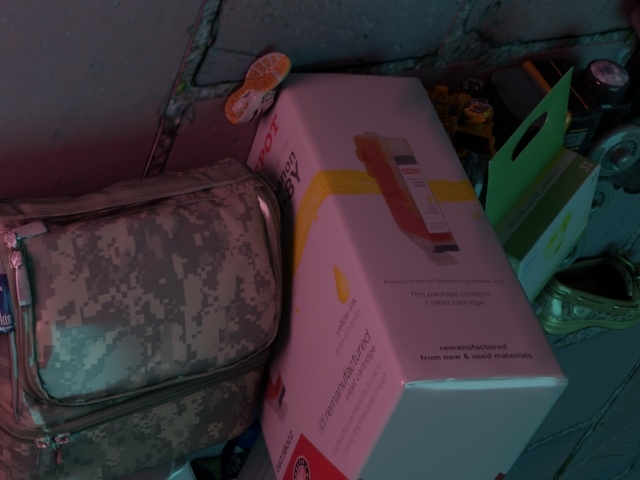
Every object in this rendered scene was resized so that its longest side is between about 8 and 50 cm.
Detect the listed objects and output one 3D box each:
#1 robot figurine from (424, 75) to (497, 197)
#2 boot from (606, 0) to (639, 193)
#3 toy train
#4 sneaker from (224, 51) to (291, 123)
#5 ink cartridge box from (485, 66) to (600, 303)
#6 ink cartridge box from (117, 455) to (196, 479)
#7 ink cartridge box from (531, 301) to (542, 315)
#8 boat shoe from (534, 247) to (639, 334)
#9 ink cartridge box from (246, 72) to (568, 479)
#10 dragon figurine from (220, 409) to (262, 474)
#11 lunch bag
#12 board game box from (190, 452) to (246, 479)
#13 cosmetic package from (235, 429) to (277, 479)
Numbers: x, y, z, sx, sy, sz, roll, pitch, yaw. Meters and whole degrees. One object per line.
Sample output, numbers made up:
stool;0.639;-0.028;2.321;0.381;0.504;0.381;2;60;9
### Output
robot figurine;0.110;-0.036;1.467;0.085;0.211;0.291;13;129;-8
boot;0.407;-0.160;1.698;0.223;0.118;0.338;-42;147;15
toy train;0.242;-0.073;1.611;0.190;0.142;0.334;-7;141;-26
sneaker;-0.053;-0.142;1.267;0.083;0.032;0.037;-44;161;23
ink cartridge box;0.230;-0.040;1.430;0.171;0.056;0.235;-47;155;-31
ink cartridge box;-0.276;0.345;1.540;0.285;0.166;0.395;-32;151;-16
ink cartridge box;0.217;0.153;1.892;0.175;0.072;0.127;-39;160;-49
boat shoe;0.422;0.073;2.042;0.285;0.104;0.089;-12;143;-39
ink cartridge box;0.040;0.068;1.282;0.160;0.384;0.279;0;135;-23
dragon figurine;-0.099;0.224;1.657;0.144;0.085;0.289;-16;152;-35
lunch bag;-0.191;0.059;1.212;0.305;0.212;0.256;-13;131;-37
board game box;-0.175;0.423;1.897;0.208;0.056;0.347;-4;135;-53
cosmetic package;-0.014;0.426;1.509;0.377;0.284;0.097;-63;161;-8
